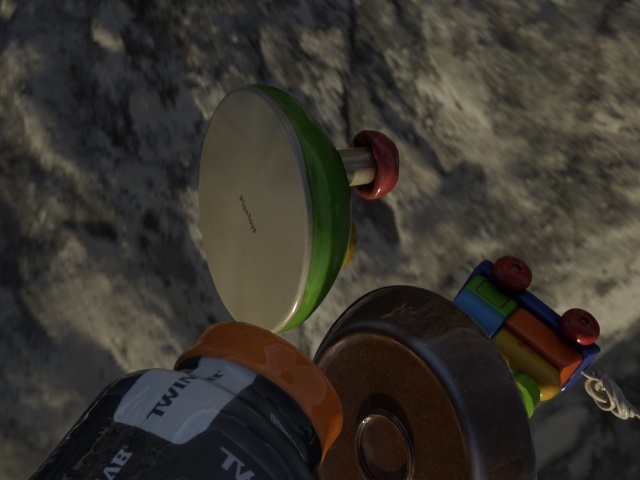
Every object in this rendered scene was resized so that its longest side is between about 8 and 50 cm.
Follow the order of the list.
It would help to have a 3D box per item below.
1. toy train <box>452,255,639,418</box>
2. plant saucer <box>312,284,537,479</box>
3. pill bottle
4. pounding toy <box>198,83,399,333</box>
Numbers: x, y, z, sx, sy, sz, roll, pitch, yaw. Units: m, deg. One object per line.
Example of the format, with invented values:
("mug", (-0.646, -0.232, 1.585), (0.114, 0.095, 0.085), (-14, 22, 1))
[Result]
("toy train", (0.222, 0.137, 1.703), (0.248, 0.143, 0.105), (39, 127, 10))
("plant saucer", (0.042, 0.108, 0.891), (0.029, 0.168, 0.168), (-10, 111, -41))
("pill bottle", (-0.085, 0.149, 0.797), (0.130, 0.130, 0.246), (49, 54, -17))
("pounding toy", (0.000, 0.000, 1.261), (0.110, 0.183, 0.237), (-6, 81, -28))
